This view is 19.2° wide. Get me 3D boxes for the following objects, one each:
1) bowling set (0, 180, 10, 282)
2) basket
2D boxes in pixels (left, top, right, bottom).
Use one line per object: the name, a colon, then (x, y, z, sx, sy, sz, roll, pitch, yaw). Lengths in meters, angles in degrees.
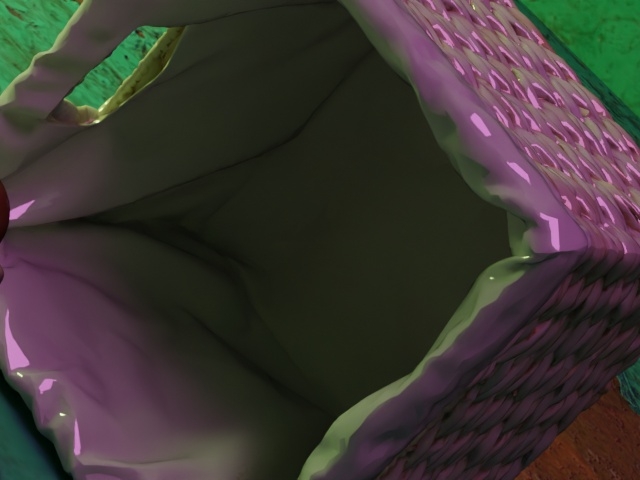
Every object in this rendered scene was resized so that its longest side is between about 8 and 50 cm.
bowling set: (-0.248, 0.000, 0.941, 0.154, 0.200, 0.287, 40, 22, 2)
basket: (0.000, 0.000, 1.131, 0.331, 0.328, 0.266, 52, 24, 23)
